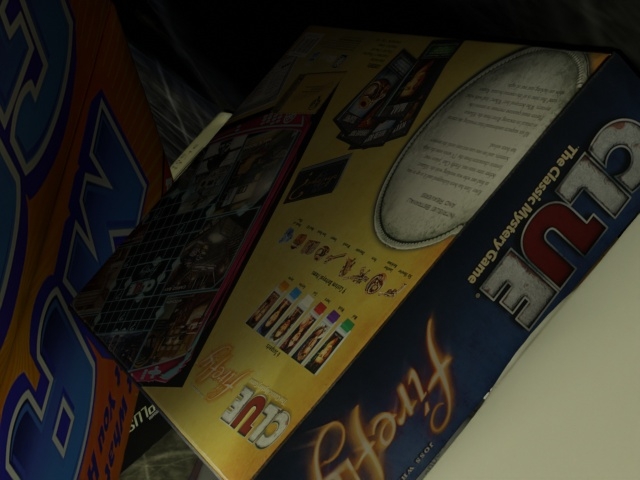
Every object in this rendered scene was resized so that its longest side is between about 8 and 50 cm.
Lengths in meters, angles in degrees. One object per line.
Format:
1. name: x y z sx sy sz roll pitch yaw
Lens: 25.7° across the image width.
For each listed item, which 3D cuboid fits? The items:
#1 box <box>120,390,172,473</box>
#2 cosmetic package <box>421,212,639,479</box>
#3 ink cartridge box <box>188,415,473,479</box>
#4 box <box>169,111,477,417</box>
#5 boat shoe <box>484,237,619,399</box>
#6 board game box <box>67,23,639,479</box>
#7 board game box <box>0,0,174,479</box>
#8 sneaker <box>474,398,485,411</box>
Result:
1. box: -0.151 0.040 0.822 0.180 0.147 0.077 35 151 26
2. cosmetic package: 0.147 0.100 0.376 0.183 0.151 0.151 35 172 47
3. ink cartridge box: 0.106 0.210 0.792 0.384 0.160 0.279 24 167 1
4. box: 0.017 0.059 1.002 0.311 0.121 0.148 43 173 -23
5. boat shoe: 0.133 0.073 0.565 0.277 0.098 0.096 49 176 10
6. board game box: 0.000 0.000 0.499 0.042 0.165 0.243 43 174 -22
7. board game box: -0.292 0.025 0.579 0.356 0.357 0.356 3 147 10
8. sneaker: 0.048 0.034 0.750 0.267 0.101 0.106 35 174 43
